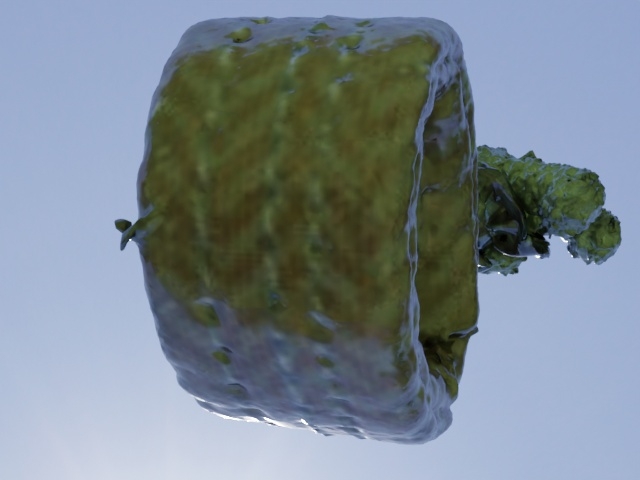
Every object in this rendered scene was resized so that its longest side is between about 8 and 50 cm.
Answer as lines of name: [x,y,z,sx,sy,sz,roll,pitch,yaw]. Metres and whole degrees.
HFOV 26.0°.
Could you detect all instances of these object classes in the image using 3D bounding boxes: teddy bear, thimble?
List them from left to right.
thimble: [0.001,-0.007,0.724,0.148,0.229,0.196,6,-125,16]
teddy bear: [0.098,-0.013,0.978,0.213,0.133,0.111,-21,-118,7]
